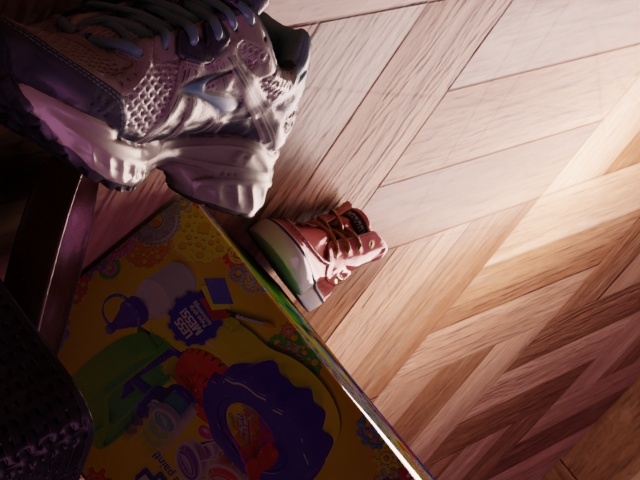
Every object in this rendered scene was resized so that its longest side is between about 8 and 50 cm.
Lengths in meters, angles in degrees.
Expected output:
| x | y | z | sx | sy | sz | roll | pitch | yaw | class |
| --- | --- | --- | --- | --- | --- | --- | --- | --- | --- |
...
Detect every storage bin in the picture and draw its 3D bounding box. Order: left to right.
| x | y | z | sx | sy | sz | roll | pitch | yaw | class |
| --- | --- | --- | --- | --- | --- | --- | --- | --- | --- |
| -0.207 | 0.071 | 0.890 | 0.084 | 0.180 | 0.122 | -27 | 158 | -33 | storage bin |

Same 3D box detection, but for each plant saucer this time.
| x | y | z | sx | sy | sz | roll | pitch | yaw | class |
| --- | --- | --- | --- | --- | --- | --- | --- | --- | --- |
| -0.158 | 0.020 | 0.974 | 0.168 | 0.029 | 0.168 | -167 | -90 | -86 | plant saucer |

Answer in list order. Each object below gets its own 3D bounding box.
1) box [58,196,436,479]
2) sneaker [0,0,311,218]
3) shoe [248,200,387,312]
| x | y | z | sx | sy | sz | roll | pitch | yaw | class |
| --- | --- | --- | --- | --- | --- | --- | --- | --- | --- |
| -0.043 | 0.160 | 1.219 | 0.177 | 0.290 | 0.279 | -39 | 162 | 0 | box |
| -0.093 | -0.097 | 0.886 | 0.122 | 0.110 | 0.283 | -61 | 159 | 8 | sneaker |
| 0.000 | 0.000 | 1.295 | 0.081 | 0.063 | 0.178 | -39 | 166 | -4 | shoe |
